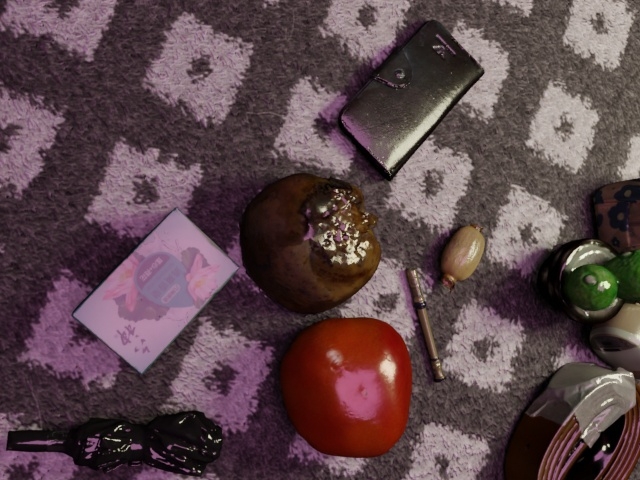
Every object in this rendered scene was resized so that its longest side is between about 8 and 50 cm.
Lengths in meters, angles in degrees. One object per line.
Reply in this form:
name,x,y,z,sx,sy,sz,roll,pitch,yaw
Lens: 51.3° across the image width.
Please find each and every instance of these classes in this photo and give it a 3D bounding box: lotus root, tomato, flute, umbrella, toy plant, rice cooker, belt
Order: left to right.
umbrella,-0.331,0.331,1.097,0.340,0.118,0.118,6,86,-13
lotus root,0.000,0.000,1.179,0.272,0.192,0.272,4,80,-20
tomato,0.052,0.259,1.178,0.260,0.180,0.259,3,80,-14
flute,0.207,0.166,1.310,0.027,0.027,0.233,-16,93,-18
lotus root,0.279,0.030,1.319,0.073,0.062,0.150,32,77,-14
belt,0.521,0.405,1.357,0.217,0.122,0.338,42,78,-14
toy plant,0.556,0.080,1.317,0.218,0.235,0.175,-12,93,-18
rice cooker,0.664,0.214,1.396,0.206,0.145,0.127,28,70,-19

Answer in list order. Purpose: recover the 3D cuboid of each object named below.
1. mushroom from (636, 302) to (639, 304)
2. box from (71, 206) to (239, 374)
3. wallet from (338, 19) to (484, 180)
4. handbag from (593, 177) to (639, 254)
mushroom,0.713,0.112,1.443,0.123,0.052,0.123,21,56,-35
box,-0.275,0.083,1.123,0.153,0.092,0.245,44,76,-12
wallet,0.180,-0.286,1.310,0.172,0.045,0.318,46,74,-13
handbag,0.735,-0.050,1.402,0.252,0.193,0.190,-10,95,-17
